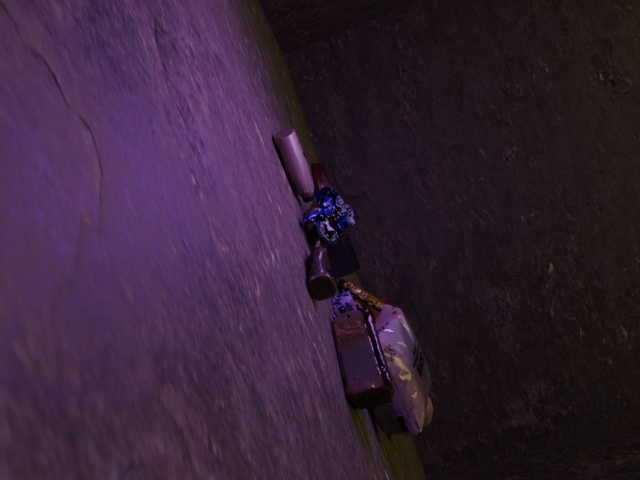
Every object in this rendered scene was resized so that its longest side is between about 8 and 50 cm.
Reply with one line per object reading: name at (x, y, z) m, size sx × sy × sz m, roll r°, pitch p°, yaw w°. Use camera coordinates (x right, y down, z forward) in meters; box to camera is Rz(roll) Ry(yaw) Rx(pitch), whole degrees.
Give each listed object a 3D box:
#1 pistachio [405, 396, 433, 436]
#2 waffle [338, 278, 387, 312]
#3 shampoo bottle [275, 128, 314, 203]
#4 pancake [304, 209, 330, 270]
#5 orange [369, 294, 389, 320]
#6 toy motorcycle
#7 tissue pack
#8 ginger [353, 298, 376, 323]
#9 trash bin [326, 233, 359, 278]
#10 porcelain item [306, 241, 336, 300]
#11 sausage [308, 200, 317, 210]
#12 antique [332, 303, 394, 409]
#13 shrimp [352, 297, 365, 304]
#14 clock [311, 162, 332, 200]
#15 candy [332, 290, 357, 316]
pistachio at (0.372, 0.722, 1.829) m, size 0.238 × 0.229 × 0.321 m, roll -58°, pitch 163°, yaw -24°
waffle at (0.199, 0.250, 1.806) m, size 0.291 × 0.051 × 0.291 m, roll 31°, pitch 0°, yaw 0°
shampoo bottle at (-0.077, -0.242, 1.407) m, size 0.127 × 0.078 × 0.257 m, roll -103°, pitch 175°, yaw -57°
pancake at (0.000, 0.000, 1.494) m, size 0.242 × 0.050 × 0.242 m, roll -19°, pitch 90°, yaw -83°
orange at (0.279, 0.431, 2.280) m, size 0.310 × 0.274 × 0.274 m, roll 21°, pitch -36°, yaw 44°
toy motorcycle at (0.031, -0.091, 1.421) m, size 0.169 × 0.113 × 0.315 m, roll 51°, pitch 29°, yaw -5°
tissue pack at (0.278, 0.473, 1.544) m, size 0.390 × 0.195 × 0.375 m, roll 64°, pitch 30°, yaw -6°
ginger at (0.202, 0.401, 1.766) m, size 0.363 × 0.122 × 0.348 m, roll 62°, pitch 14°, yaw 4°
trash bin at (0.082, 0.067, 1.732) m, size 0.225 × 0.115 × 0.165 m, roll -12°, pitch 83°, yaw -82°
porcelain item at (-0.005, 0.066, 1.159) m, size 0.216 × 0.069 × 0.081 m, roll -97°, pitch 163°, yaw -57°
sausage at (0.015, -0.073, 1.717) m, size 0.302 × 0.076 × 0.103 m, roll 52°, pitch 21°, yaw -72°
antique at (0.116, 0.321, 1.203) m, size 0.150 × 0.125 × 0.284 m, roll 66°, pitch 9°, yaw -51°
shrimp at (0.207, 0.418, 2.028) m, size 0.233 × 0.071 × 0.365 m, roll -86°, pitch 162°, yaw -62°
clock at (0.012, -0.275, 2.305) m, size 0.318 × 0.080 × 0.319 m, roll -17°, pitch 90°, yaw -79°
candy at (0.099, 0.264, 1.467) m, size 0.092 × 0.073 × 0.160 m, roll -101°, pitch 170°, yaw -60°
